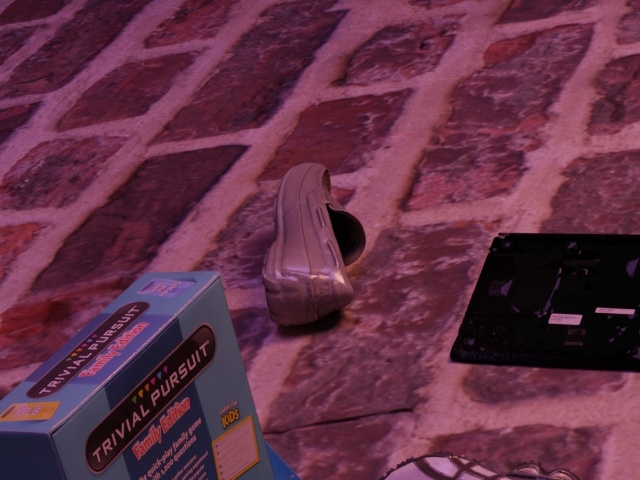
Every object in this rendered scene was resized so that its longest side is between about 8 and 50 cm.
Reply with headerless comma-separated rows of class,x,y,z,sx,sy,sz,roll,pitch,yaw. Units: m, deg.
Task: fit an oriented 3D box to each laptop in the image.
laptop,0.303,0.062,2.108,0.234,0.136,0.264,0,52,33

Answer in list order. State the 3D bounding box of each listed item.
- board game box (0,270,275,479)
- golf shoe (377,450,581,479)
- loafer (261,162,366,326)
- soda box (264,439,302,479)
board game box,-0.130,0.229,1.536,0.079,0.336,0.254,-1,25,30
golf shoe,0.129,0.237,1.709,0.198,0.077,0.094,-5,24,24
loafer,0.000,0.000,2.325,0.111,0.112,0.319,-6,31,7
soda box,-0.102,0.269,1.746,0.210,0.071,0.067,-38,-7,-46
